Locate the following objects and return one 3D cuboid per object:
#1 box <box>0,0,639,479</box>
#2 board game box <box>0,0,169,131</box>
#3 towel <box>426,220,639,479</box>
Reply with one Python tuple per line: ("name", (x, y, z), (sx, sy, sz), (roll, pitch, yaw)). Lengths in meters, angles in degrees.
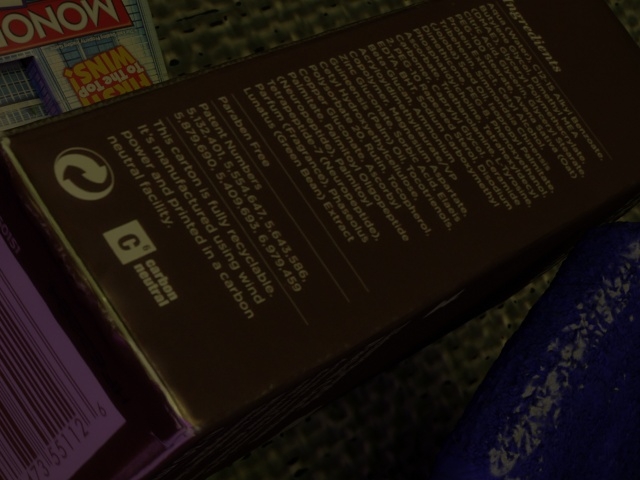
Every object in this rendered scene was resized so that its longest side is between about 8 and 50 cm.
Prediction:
("box", (0.000, 0.000, 0.651), (0.381, 0.191, 0.143), (-27, 78, -42))
("board game box", (-0.158, -0.095, 0.675), (0.194, 0.060, 0.194), (-21, 79, -38))
("towel", (0.106, 0.166, 0.658), (0.308, 0.076, 0.227), (-54, 144, -22))
